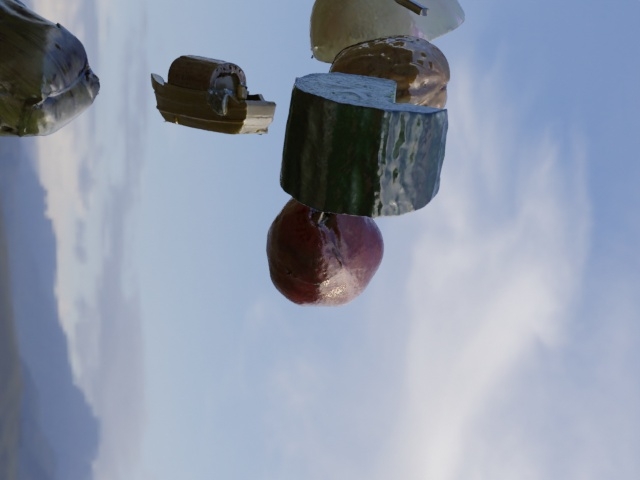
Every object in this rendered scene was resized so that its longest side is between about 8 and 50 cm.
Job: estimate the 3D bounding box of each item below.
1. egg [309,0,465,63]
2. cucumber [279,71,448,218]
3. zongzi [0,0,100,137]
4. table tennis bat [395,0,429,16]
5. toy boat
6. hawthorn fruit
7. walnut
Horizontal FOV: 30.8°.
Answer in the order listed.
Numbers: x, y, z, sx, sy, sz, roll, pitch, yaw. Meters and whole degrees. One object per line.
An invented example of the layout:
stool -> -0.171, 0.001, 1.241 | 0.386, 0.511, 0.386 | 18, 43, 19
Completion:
egg -> 0.112, -0.496, 2.374 | 0.337, 0.337, 0.201 | 42, -25, 64
cucumber -> 0.038, -0.117, 1.330 | 0.191, 0.191, 0.130 | -126, -138, -58
zongzi -> -0.452, -0.301, 1.481 | 0.323, 0.160, 0.360 | 4, -55, 49
table tennis bat -> 0.108, -0.385, 1.809 | 0.158, 0.095, 0.014 | 38, -61, 35
toy boat -> -0.179, -0.237, 1.866 | 0.310, 0.089, 0.115 | 18, -72, 54
hawthorn fruit -> 0.000, 0.000, 2.113 | 0.261, 0.224, 0.224 | 70, 8, -64
walnut -> 0.122, -0.282, 2.157 | 0.198, 0.245, 0.198 | -2, 90, -74
